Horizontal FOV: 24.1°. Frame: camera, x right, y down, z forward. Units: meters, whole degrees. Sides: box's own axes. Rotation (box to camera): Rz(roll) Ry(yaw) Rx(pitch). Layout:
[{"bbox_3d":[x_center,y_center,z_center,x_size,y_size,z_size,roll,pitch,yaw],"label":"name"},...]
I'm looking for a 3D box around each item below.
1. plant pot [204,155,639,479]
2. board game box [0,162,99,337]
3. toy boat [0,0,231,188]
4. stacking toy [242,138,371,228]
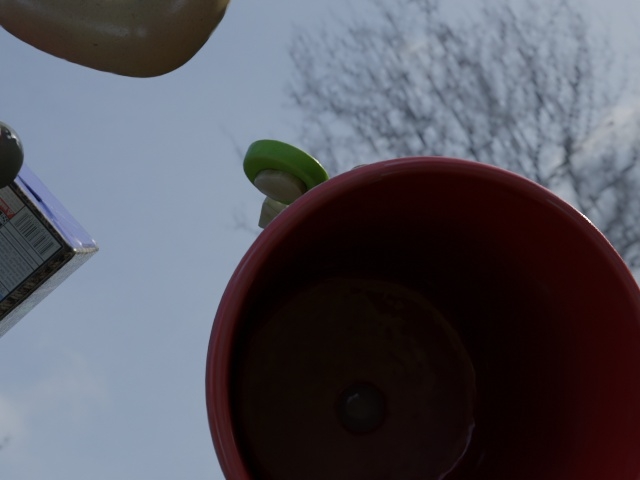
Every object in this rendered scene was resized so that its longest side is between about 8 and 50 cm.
[{"bbox_3d":[0.048,0.099,0.964,0.275,0.275,0.243,-21,-3,-14],"label":"plant pot"},{"bbox_3d":[-0.409,0.020,1.479,0.291,0.232,0.141,-41,-1,1],"label":"board game box"},{"bbox_3d":[-0.238,-0.193,1.334,0.318,0.267,0.148,-56,-14,-11],"label":"toy boat"},{"bbox_3d":[0.000,0.000,2.163,0.309,0.279,0.130,86,-153,-60],"label":"stacking toy"}]
